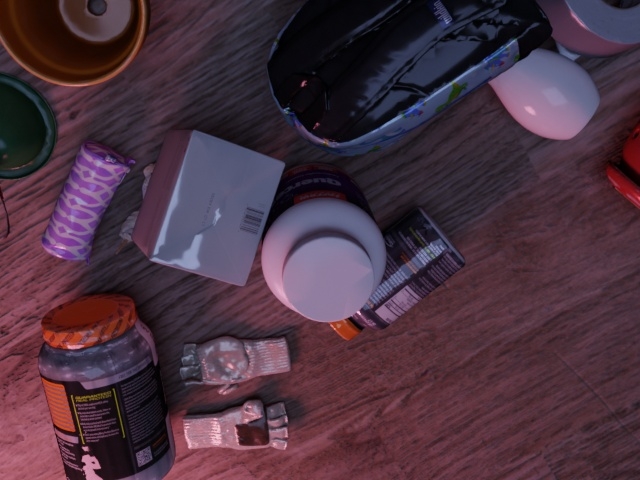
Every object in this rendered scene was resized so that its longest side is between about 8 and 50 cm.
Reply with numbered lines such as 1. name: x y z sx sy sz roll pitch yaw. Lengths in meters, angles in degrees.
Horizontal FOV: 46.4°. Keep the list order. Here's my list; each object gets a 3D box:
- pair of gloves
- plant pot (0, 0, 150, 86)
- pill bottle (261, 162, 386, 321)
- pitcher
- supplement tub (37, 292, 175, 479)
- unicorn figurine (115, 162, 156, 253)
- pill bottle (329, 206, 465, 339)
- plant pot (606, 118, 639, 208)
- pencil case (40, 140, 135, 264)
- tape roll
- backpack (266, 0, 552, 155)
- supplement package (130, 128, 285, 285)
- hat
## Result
1. pair of gloves: -0.156 0.287 1.384 0.204 0.042 0.240 0 108 -4
2. plant pot: -0.341 -0.338 1.077 0.205 0.188 0.205 -1 110 -3
3. pill bottle: 0.000 0.000 1.146 0.182 0.323 0.181 -1 109 -4
4. pitcher: 0.350 -0.273 1.186 0.207 0.125 0.177 34 107 -3
5. supplement tub: -0.366 0.263 1.280 0.194 0.193 0.315 -6 110 -2
6. unicorn figurine: -0.276 -0.053 1.253 0.111 0.060 0.161 5 89 -9
7. pill bottle: 0.115 0.065 1.279 0.246 0.130 0.130 -39 107 9
8. plant pot: 0.582 -0.125 1.222 0.191 0.191 0.174 32 113 -14
9. pencil case: -0.384 -0.064 1.228 0.088 0.086 0.206 19 110 -35
10. tape roll: 0.430 -0.392 1.130 0.219 0.072 0.219 1 85 -17
11. backpack: 0.096 -0.276 1.094 0.356 0.273 0.290 -39 84 -3
12. supplement package: -0.178 -0.056 1.143 0.149 0.203 0.194 19 91 -23
13. hat: -0.503 -0.150 1.132 0.209 0.183 0.173 33 103 -14
